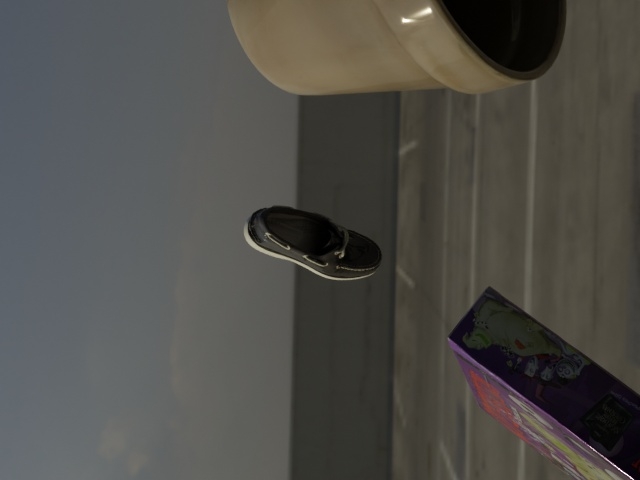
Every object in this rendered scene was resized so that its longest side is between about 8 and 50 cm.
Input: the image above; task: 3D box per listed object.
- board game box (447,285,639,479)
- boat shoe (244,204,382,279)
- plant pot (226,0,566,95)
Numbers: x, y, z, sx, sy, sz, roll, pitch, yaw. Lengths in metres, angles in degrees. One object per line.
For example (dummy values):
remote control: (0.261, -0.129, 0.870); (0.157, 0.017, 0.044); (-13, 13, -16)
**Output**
board game box: (0.198, 0.147, 0.719); (0.056, 0.208, 0.347); (-47, -20, -4)
boat shoe: (0.000, 0.000, 0.831); (0.038, 0.125, 0.046); (-30, 45, 60)
plant pot: (0.059, -0.284, 1.063); (0.323, 0.280, 0.323); (20, -116, -47)
